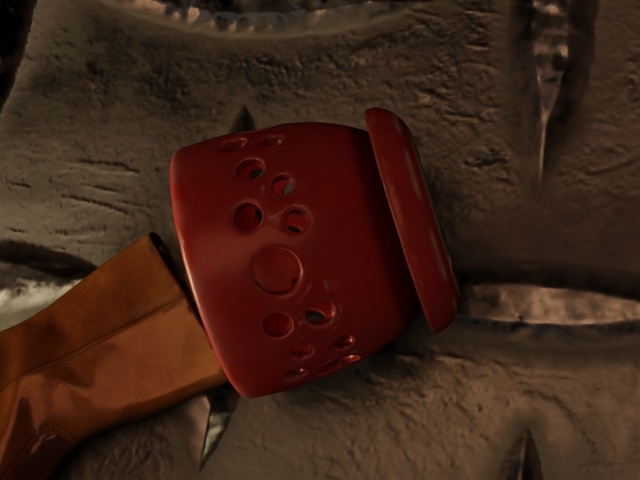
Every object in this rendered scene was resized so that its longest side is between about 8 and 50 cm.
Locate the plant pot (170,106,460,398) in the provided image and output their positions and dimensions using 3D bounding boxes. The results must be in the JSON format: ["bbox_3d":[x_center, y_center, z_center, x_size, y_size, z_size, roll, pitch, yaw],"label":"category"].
[{"bbox_3d":[0.000,0.000,1.023,0.174,0.191,0.191,-18,71,4],"label":"plant pot"}]

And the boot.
[{"bbox_3d":[-0.191,0.164,1.108,0.280,0.096,0.264,-27,62,1],"label":"boot"}]
